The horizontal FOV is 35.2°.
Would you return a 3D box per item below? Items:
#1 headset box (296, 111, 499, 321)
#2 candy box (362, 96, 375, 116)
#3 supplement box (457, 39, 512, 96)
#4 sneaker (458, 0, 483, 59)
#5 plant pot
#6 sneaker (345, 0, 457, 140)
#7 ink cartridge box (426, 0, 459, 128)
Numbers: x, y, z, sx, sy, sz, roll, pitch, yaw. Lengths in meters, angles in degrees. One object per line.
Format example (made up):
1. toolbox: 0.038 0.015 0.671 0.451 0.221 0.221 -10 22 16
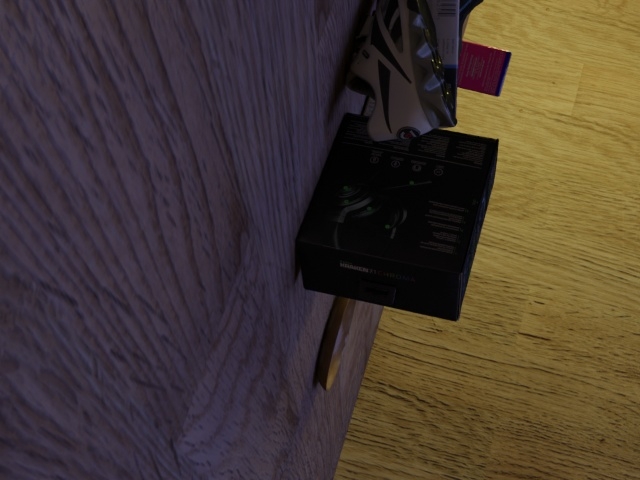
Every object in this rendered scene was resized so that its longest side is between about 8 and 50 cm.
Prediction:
1. headset box: 0.119 -0.033 1.522 0.131 0.247 0.283 84 21 -53
2. candy box: 0.104 -0.140 1.816 0.183 0.088 0.316 85 21 -67
3. supplement box: 0.334 -0.421 2.408 0.111 0.220 0.113 -35 141 -77
4. sneaker: 0.243 -0.466 2.138 0.140 0.125 0.340 -19 145 -39
5. plant pot: 0.033 0.207 2.173 0.236 0.032 0.236 16 90 -82
6. sneaker: 0.097 -0.289 1.484 0.122 0.146 0.330 47 30 -51
7. ink cartridge box: 0.223 -0.365 1.933 0.307 0.072 0.303 -56 145 -81
